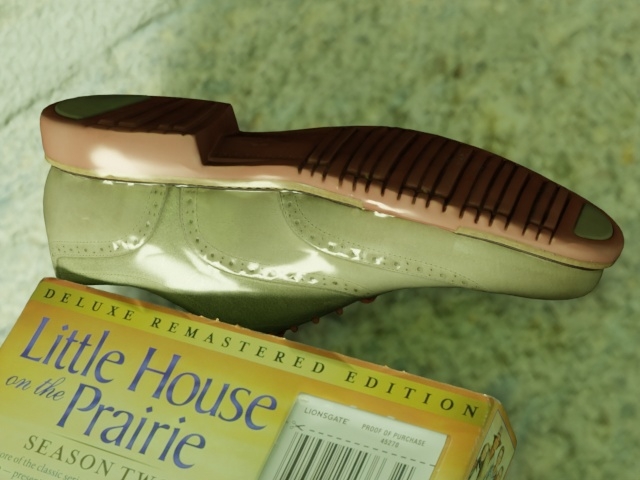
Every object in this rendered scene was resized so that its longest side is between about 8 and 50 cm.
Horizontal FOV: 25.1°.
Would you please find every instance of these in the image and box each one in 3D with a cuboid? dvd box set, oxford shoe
[{"bbox_3d":[-0.117,0.232,0.729,0.308,0.062,0.420,12,61,27],"label":"dvd box set"},{"bbox_3d":[0.000,0.000,0.850,0.348,0.123,0.130,12,109,16],"label":"oxford shoe"}]
